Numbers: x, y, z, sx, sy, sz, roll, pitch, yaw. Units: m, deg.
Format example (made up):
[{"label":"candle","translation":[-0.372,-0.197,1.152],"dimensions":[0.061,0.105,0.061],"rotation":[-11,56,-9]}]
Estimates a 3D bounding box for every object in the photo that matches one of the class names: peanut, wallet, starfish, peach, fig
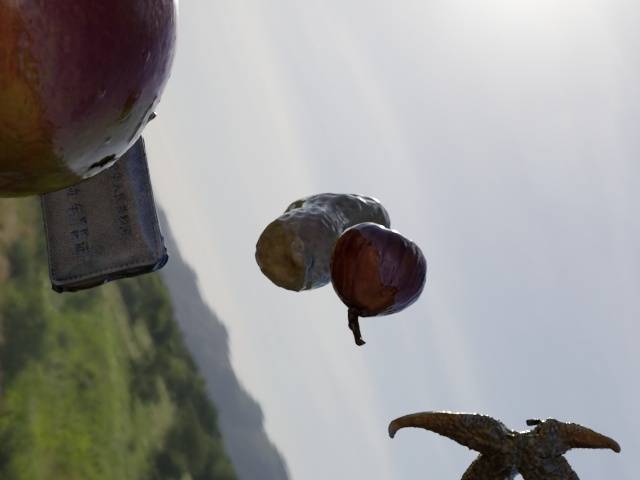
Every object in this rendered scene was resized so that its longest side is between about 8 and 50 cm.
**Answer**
[{"label":"peanut","translation":[-0.006,-0.001,2.009],"dimensions":[0.291,0.159,0.143],"rotation":[-24,109,-57]},{"label":"wallet","translation":[-0.309,-0.039,1.768],"dimensions":[0.036,0.167,0.222],"rotation":[77,0,-65]},{"label":"starfish","translation":[0.195,0.242,1.338],"dimensions":[0.050,0.247,0.138],"rotation":[-63,157,-62]},{"label":"peach","translation":[-0.323,-0.236,1.353],"dimensions":[0.370,0.370,0.370],"rotation":[159,-90,-82]},{"label":"fig","translation":[0.074,0.052,1.581],"dimensions":[0.128,0.128,0.150],"rotation":[165,-80,-82]}]
